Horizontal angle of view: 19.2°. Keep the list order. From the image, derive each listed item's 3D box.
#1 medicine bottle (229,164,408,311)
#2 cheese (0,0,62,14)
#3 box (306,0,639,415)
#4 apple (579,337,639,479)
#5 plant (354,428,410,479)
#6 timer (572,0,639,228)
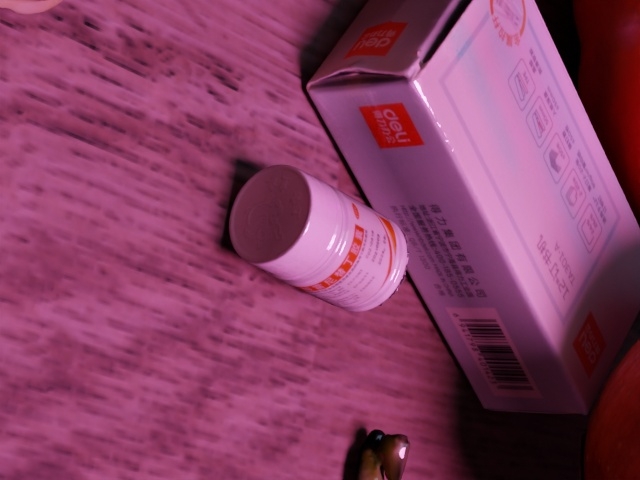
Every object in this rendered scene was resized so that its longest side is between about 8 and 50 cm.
[{"bbox_3d":[0.000,0.000,0.994,0.089,0.057,0.057,29,66,-48],"label":"medicine bottle"},{"bbox_3d":[-0.102,-0.276,0.836,0.384,0.104,0.384,2,87,-52],"label":"cheese"},{"bbox_3d":[0.102,-0.035,1.108,0.135,0.079,0.269,-57,130,-36],"label":"box"},{"bbox_3d":[0.286,0.134,1.087,0.272,0.251,0.206,28,105,-28],"label":"apple"},{"bbox_3d":[0.111,0.288,1.125,0.333,0.180,0.251,26,71,-14],"label":"plant"},{"bbox_3d":[0.339,-0.116,1.259,0.378,0.279,0.378,0,90,-55],"label":"timer"}]
